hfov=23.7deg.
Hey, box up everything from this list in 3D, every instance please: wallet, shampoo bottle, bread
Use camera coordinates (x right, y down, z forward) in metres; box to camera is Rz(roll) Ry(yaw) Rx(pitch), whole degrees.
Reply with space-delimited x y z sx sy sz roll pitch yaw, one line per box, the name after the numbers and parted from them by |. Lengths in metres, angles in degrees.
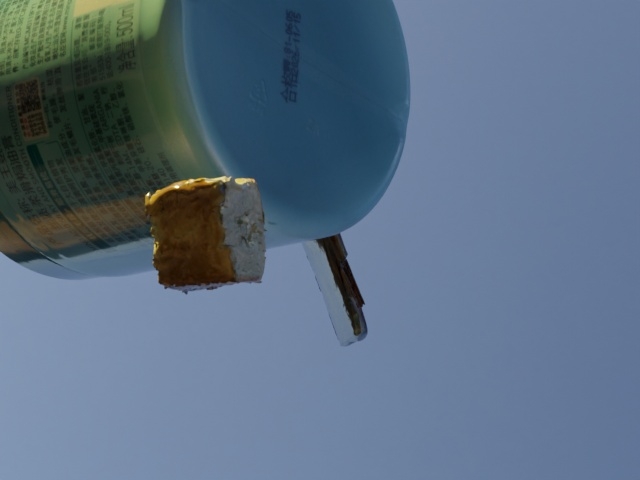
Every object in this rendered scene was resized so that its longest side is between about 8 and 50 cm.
0.000 0.000 1.793 0.137 0.031 0.255 140 -69 -73 | wallet
-0.139 -0.142 1.452 0.342 0.331 0.331 -10 -90 42 | shampoo bottle
-0.079 -0.004 1.102 0.070 0.076 0.083 -6 -93 21 | bread
